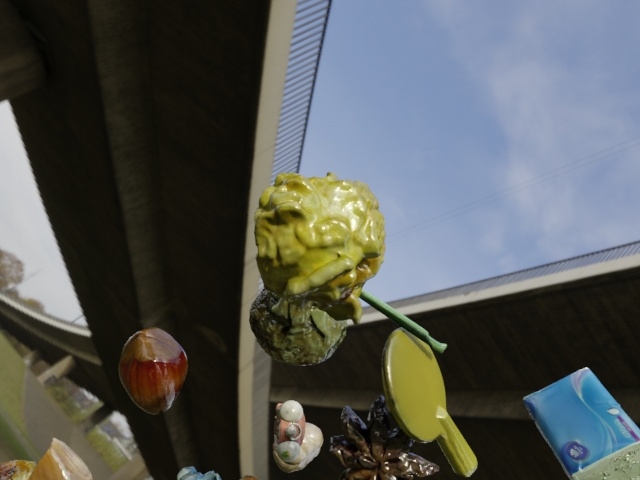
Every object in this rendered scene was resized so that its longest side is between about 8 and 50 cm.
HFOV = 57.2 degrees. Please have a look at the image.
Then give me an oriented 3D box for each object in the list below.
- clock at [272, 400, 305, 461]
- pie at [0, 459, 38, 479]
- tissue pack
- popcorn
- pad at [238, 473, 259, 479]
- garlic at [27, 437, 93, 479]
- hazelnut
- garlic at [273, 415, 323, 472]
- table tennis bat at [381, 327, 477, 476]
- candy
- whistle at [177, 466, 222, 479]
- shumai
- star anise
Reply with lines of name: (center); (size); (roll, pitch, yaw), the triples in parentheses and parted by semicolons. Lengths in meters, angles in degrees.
clock: (-0.085, 0.547, 1.697); (0.162, 0.093, 0.165); (118, -22, -75)
pie: (-0.792, 0.605, 1.369); (0.308, 0.308, 0.085); (-17, -85, 58)
tissue pack: (0.651, 0.466, 1.427); (0.146, 0.198, 0.263); (55, 9, -26)
popcorn: (0.000, 0.012, 0.839); (0.181, 0.235, 0.216); (1, -94, 17)
pad: (-0.201, 0.755, 1.398); (0.286, 0.284, 0.018); (49, -5, 32)
garlic: (-0.376, 0.384, 0.817); (0.101, 0.195, 0.087); (29, 0, -2)
hazelnut: (-0.439, 0.343, 1.532); (0.181, 0.180, 0.212); (31, 12, -19)
garlic: (-0.109, 0.761, 2.260); (0.212, 0.219, 0.218); (47, -30, 27)
table tennis bat: (0.226, 0.343, 1.210); (0.054, 0.224, 0.368); (-21, -69, 34)
candy: (0.090, 0.113, 1.146); (0.440, 0.119, 0.119); (36, -23, -24)
whistle: (-0.403, 0.792, 1.858); (0.093, 0.180, 0.269); (65, -20, -6)
shumai: (-0.074, 0.208, 2.055); (0.395, 0.395, 0.348); (35, -35, 28)
star anise: (0.111, 0.452, 1.211); (0.236, 0.109, 0.223); (27, -78, 28)
